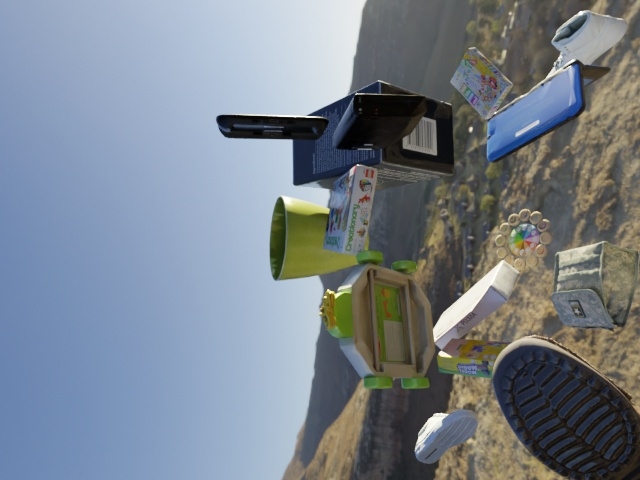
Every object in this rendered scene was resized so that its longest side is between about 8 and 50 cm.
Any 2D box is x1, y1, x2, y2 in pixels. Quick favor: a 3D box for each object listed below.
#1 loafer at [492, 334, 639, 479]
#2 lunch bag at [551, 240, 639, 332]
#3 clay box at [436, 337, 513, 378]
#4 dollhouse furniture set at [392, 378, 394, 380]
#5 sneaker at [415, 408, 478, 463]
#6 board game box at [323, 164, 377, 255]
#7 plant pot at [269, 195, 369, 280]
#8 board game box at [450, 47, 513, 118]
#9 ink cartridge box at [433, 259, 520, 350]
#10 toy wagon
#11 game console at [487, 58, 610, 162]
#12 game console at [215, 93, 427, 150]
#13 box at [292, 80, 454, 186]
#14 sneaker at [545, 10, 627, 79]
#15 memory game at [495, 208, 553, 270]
[{"bbox_3d":[0.372,0.258,0.586,0.134,0.366,0.130,-46,4,18],"label":"loafer"},{"bbox_3d":[0.953,0.173,1.519,0.235,0.168,0.287,130,153,-76],"label":"lunch bag"},{"bbox_3d":[0.428,0.303,1.106,0.127,0.221,0.053,-19,-77,-54],"label":"clay box"},{"bbox_3d":[0.214,0.328,1.281,0.152,0.076,0.058,-63,2,7],"label":"dollhouse furniture set"},{"bbox_3d":[0.343,0.530,1.218,0.258,0.094,0.091,-58,12,35],"label":"sneaker"},{"bbox_3d":[0.065,-0.065,1.064,0.305,0.053,0.193,-177,97,-83],"label":"board game box"},{"bbox_3d":[0.000,0.000,1.426,0.275,0.293,0.275,-177,90,-74],"label":"plant pot"},{"bbox_3d":[0.413,-0.406,1.117,0.154,0.026,0.103,59,152,24],"label":"board game box"},{"bbox_3d":[0.396,0.217,1.191,0.261,0.066,0.296,-38,-15,-43],"label":"ink cartridge box"},{"bbox_3d":[0.115,0.157,0.867,0.344,0.068,0.268,16,-116,-40],"label":"toy wagon"},{"bbox_3d":[0.642,-0.350,1.222,0.293,0.173,0.250,-33,40,57],"label":"game console"},{"bbox_3d":[-0.006,-0.214,0.788,0.213,0.361,0.044,157,111,-81],"label":"game console"},{"bbox_3d":[0.143,-0.276,1.277,0.395,0.293,0.212,-5,85,52],"label":"box"},{"bbox_3d":[0.799,-0.613,1.404,0.292,0.169,0.108,125,149,-59],"label":"sneaker"},{"bbox_3d":[0.599,-0.002,1.283,0.186,0.012,0.186,-34,48,50],"label":"memory game"}]
